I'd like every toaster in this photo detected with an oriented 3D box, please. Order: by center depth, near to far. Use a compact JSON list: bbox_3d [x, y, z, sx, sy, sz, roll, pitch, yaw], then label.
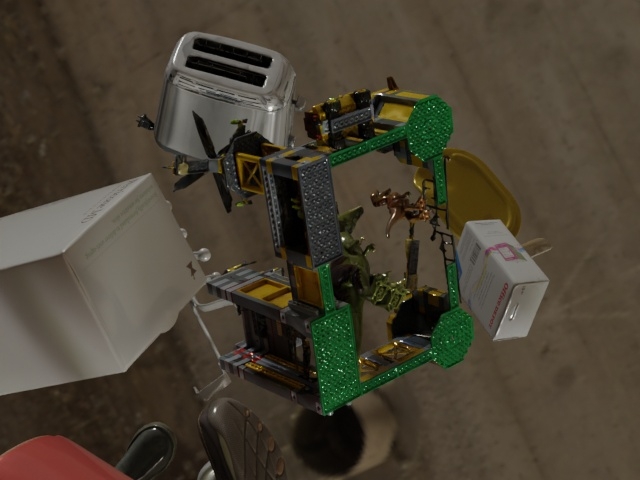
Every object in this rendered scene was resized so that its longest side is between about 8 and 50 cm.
[{"bbox_3d":[-0.136,-0.193,1.793,0.227,0.146,0.129,16,46,0],"label":"toaster"}]

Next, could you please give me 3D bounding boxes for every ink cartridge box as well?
[{"bbox_3d":[0.209,0.046,1.542,0.052,0.088,0.122,-3,39,-25],"label":"ink cartridge box"}]

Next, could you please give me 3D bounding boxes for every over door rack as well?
[{"bbox_3d":[-0.218,0.067,2.064,0.239,0.108,0.324,54,11,-30],"label":"over door rack"}]

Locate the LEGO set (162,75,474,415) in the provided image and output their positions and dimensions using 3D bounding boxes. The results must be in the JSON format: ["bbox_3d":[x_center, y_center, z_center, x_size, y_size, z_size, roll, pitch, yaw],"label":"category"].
[{"bbox_3d":[0.000,0.000,1.260,0.255,0.192,0.331,-32,121,-31],"label":"LEGO set"}]

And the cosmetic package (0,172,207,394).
[{"bbox_3d":[-0.340,0.066,1.476,0.155,0.365,0.197,64,32,-18],"label":"cosmetic package"}]

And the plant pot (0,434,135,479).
[{"bbox_3d":[-0.206,0.316,1.125,0.243,0.275,0.275,39,16,18],"label":"plant pot"}]

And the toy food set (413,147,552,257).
[{"bbox_3d":[0.222,-0.033,1.923,0.128,0.071,0.218,-29,73,-30],"label":"toy food set"}]

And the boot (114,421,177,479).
[{"bbox_3d":[-0.302,0.378,1.907,0.076,0.189,0.208,37,22,3],"label":"boot"}]

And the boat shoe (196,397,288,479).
[{"bbox_3d":[-0.107,0.397,1.868,0.355,0.130,0.132,67,22,-12],"label":"boat shoe"}]

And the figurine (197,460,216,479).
[{"bbox_3d":[-0.177,0.439,2.152,0.092,0.215,0.209,27,1,1],"label":"figurine"}]
